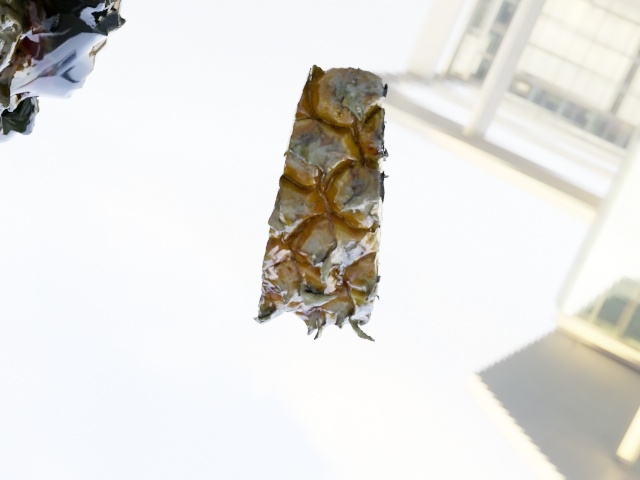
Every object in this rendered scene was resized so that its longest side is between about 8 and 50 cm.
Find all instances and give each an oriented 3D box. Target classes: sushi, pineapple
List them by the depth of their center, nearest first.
[{"bbox_3d":[0.001,0.000,0.908,0.079,0.135,0.233,3,160,1],"label":"pineapple"},{"bbox_3d":[-0.246,-0.159,0.920,0.219,0.225,0.238,-21,-169,-21],"label":"sushi"}]
